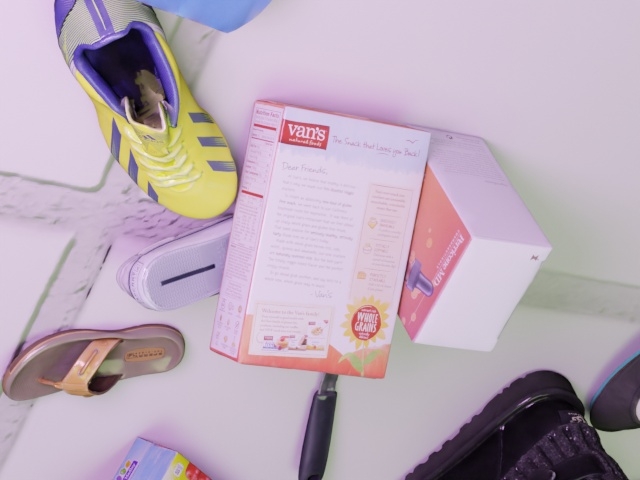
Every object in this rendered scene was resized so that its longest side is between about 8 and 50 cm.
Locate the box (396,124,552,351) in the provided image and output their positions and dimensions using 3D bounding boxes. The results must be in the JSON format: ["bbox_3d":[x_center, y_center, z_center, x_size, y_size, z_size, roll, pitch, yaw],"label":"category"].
[{"bbox_3d":[0.118,-0.003,1.819,0.091,0.170,0.130,8,125,-30],"label":"box"}]

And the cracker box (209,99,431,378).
[{"bbox_3d":[0.000,0.000,1.771,0.156,0.067,0.232,9,95,-30],"label":"cracker box"}]

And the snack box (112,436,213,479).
[{"bbox_3d":[-0.152,0.326,2.006,0.207,0.070,0.174,47,66,-43],"label":"snack box"}]

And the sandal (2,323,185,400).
[{"bbox_3d":[-0.211,0.121,1.867,0.180,0.049,0.072,-8,132,-18],"label":"sandal"}]

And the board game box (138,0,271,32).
[{"bbox_3d":[-0.099,-0.246,1.581,0.169,0.033,0.133,16,97,-36],"label":"board game box"}]

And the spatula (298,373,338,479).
[{"bbox_3d":[0.013,0.142,2.000,0.084,0.030,0.296,-6,131,-23],"label":"spatula"}]

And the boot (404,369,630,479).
[{"bbox_3d":[0.196,0.332,2.089,0.131,0.260,0.348,20,119,-36],"label":"boot"}]

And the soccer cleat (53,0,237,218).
[{"bbox_3d":[-0.142,-0.101,1.648,0.093,0.121,0.289,-26,135,0],"label":"soccer cleat"}]

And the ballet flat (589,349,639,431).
[{"bbox_3d":[0.404,0.131,2.120,0.095,0.096,0.280,26,116,-39],"label":"ballet flat"}]

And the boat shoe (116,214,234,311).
[{"bbox_3d":[-0.082,0.007,1.809,0.226,0.076,0.083,-10,104,-30],"label":"boat shoe"}]
